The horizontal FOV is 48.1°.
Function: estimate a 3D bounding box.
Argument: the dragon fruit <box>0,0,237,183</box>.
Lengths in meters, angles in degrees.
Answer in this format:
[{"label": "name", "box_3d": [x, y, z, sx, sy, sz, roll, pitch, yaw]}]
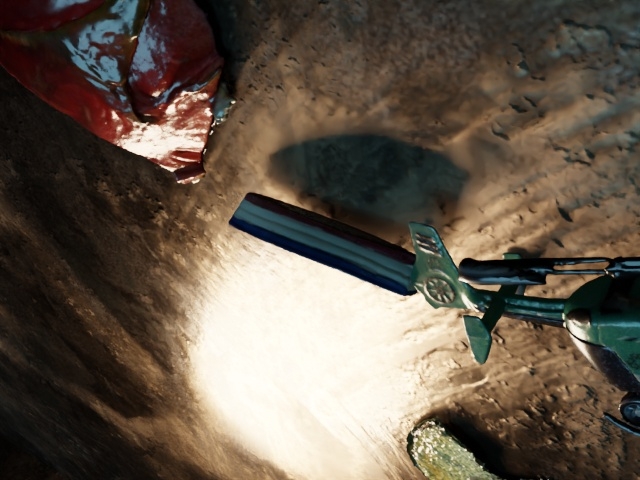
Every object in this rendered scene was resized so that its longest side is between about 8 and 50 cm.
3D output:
[{"label": "dragon fruit", "box_3d": [-0.237, -0.205, 0.692, 0.343, 0.100, 0.282, 37, 141, 0]}]

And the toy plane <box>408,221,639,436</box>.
[{"label": "toy plane", "box_3d": [0.242, 0.063, 0.566, 0.382, 0.106, 0.155, 8, 129, 37]}]

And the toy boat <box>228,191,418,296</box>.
[{"label": "toy boat", "box_3d": [0.000, 0.000, 0.739, 0.229, 0.080, 0.046, 22, 108, 26]}]

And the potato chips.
[{"label": "potato chips", "box_3d": [0.211, 0.309, 0.932, 0.220, 0.029, 0.202, 24, 143, 25]}]
